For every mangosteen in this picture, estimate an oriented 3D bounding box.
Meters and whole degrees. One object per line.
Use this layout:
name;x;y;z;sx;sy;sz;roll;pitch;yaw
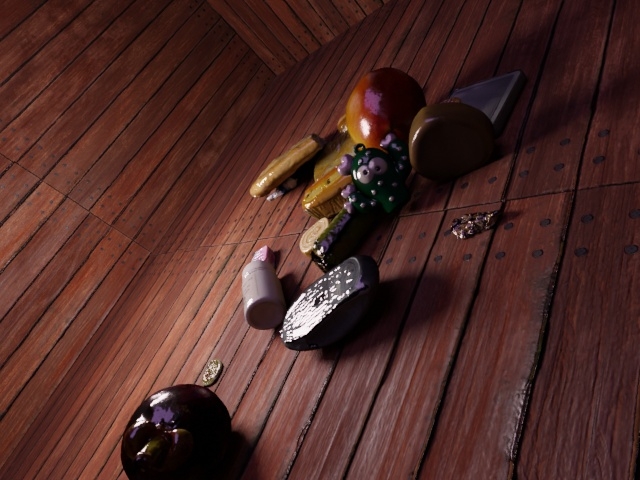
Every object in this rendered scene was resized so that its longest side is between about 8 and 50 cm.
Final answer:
mangosteen;-0.402;0.538;1.166;0.297;0.293;0.296;-24;45;26

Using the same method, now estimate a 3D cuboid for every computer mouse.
computer mouse;0.036;0.186;1.182;0.374;0.114;0.203;-40;32;31

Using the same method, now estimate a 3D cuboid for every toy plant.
toy plant;0.172;-0.199;1.313;0.233;0.112;0.243;-10;85;13

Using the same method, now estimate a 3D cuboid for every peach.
peach;0.228;-0.426;1.467;0.308;0.308;0.332;-37;23;19

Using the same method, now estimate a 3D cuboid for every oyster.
oyster;0.390;-0.052;1.073;0.132;0.029;0.086;-37;31;23

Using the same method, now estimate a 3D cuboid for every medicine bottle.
medicine bottle;-0.201;0.181;1.478;0.144;0.144;0.252;-41;31;13

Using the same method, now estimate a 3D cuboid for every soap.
soap;-0.233;0.093;1.715;0.100;0.056;0.149;-32;33;23

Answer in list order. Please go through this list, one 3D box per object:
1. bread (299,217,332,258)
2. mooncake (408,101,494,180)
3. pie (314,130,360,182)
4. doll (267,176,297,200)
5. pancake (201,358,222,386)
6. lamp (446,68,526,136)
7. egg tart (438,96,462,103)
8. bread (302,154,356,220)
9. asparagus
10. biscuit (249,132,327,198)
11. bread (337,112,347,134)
bread;0.000;0.000;1.503;0.149;0.073;0.122;-39;36;21
mooncake;0.355;-0.286;1.204;0.235;0.235;0.117;-22;39;38
pie;0.083;-0.339;1.772;0.306;0.071;0.306;-32;38;30
doll;-0.178;-0.252;2.058;0.227;0.057;0.114;-20;32;54
pancake;-0.385;0.466;1.510;0.108;0.017;0.108;-34;35;29
lamp;0.487;-0.415;1.361;0.269;0.047;0.266;4;58;55
egg tart;0.397;-0.400;1.362;0.130;0.052;0.130;-34;32;26
bread;0.061;-0.192;1.601;0.288;0.119;0.152;-32;29;28
asparagus;0.107;-0.060;1.388;0.128;0.108;0.381;30;77;40
biscuit;-0.152;-0.360;1.985;0.446;0.104;0.429;-34;13;21
bread;0.176;-0.530;1.861;0.236;0.106;0.139;-36;33;23
